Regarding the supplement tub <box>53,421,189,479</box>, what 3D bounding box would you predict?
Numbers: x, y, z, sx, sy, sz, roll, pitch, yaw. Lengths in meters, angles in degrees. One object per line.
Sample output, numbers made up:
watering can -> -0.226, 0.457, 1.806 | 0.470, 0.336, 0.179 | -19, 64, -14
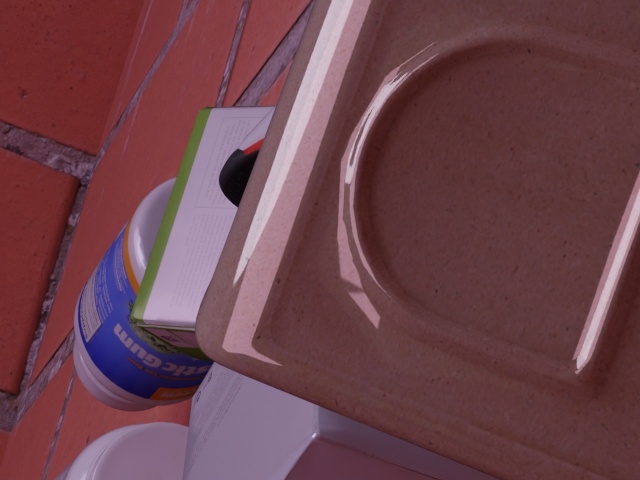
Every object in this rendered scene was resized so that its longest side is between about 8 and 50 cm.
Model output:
supplement tub -> -0.154, 0.233, 1.448 | 0.199, 0.144, 0.144 | 137, 151, -59

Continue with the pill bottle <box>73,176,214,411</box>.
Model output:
pill bottle -> -0.137, 0.061, 1.613 | 0.272, 0.152, 0.152 | 131, 155, -56

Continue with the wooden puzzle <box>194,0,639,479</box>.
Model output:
wooden puzzle -> 0.151, -0.059, 0.585 | 0.348, 0.080, 0.322 | 19, 87, 32

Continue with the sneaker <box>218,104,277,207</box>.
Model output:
sneaker -> 0.042, -0.119, 1.244 | 0.270, 0.090, 0.145 | -30, 36, 40

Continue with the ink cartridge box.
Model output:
ink cartridge box -> 0.000, 0.000, 1.341 | 0.255, 0.097, 0.189 | 3, 68, 39

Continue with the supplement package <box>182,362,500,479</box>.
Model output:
supplement package -> 0.026, 0.114, 0.928 | 0.203, 0.149, 0.194 | -87, 23, -51
